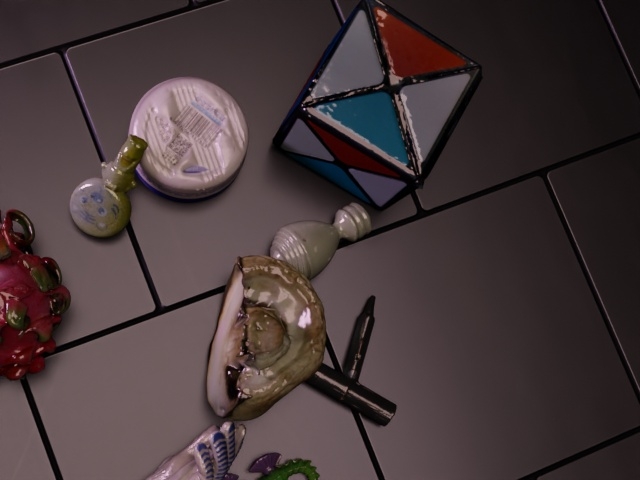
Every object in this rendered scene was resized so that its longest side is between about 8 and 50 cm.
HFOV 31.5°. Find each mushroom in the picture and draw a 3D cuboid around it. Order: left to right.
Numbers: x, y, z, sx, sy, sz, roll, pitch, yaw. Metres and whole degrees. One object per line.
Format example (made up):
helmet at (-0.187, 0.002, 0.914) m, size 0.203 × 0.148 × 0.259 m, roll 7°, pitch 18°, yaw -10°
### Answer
mushroom at (-0.085, 0.172, 1.867) m, size 0.164 × 0.189 × 0.267 m, roll 10°, pitch 53°, yaw -19°

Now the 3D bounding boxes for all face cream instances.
face cream at (-0.226, -0.174, 1.946) m, size 0.206 × 0.111 × 0.205 m, roll 2°, pitch 80°, yaw -10°

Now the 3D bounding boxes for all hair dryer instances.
hair dryer at (0.082, 0.198, 1.962) m, size 0.173 × 0.050 × 0.194 m, roll 32°, pitch 72°, yaw -6°

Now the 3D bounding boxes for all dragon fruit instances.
dragon fruit at (-0.507, 0.083, 1.812) m, size 0.218 × 0.198 × 0.272 m, roll -3°, pitch 53°, yaw 18°

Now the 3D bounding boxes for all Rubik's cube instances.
Rubik's cube at (0.094, -0.228, 1.945) m, size 0.250 × 0.248 × 0.246 m, roll 31°, pitch 76°, yaw -4°

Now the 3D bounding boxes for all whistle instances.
whistle at (-0.345, -0.093, 1.891) m, size 0.104 × 0.057 × 0.198 m, roll 33°, pitch 112°, yaw 0°

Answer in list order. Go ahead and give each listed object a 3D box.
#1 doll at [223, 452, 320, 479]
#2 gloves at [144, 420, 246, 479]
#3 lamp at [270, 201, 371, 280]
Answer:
doll at (-0.091, 0.416, 1.881) m, size 0.190 × 0.050 × 0.115 m, roll -24°, pitch 80°, yaw -16°
gloves at (-0.209, 0.375, 1.837) m, size 0.229 × 0.119 × 0.097 m, roll -43°, pitch 125°, yaw 5°
lamp at (0.000, 0.000, 1.959) m, size 0.193 × 0.106 × 0.106 m, roll -28°, pitch 85°, yaw -22°
